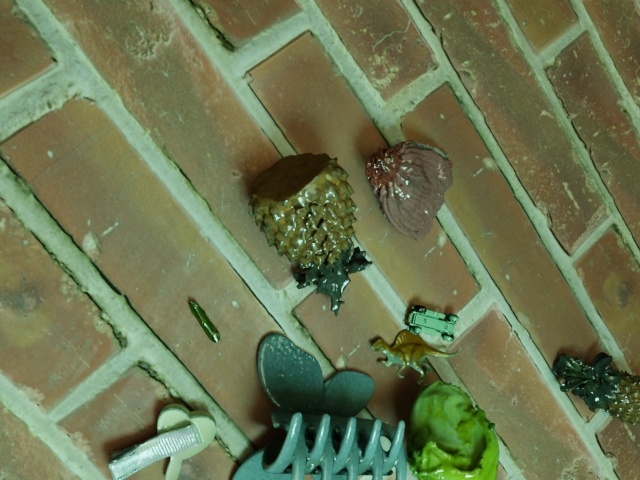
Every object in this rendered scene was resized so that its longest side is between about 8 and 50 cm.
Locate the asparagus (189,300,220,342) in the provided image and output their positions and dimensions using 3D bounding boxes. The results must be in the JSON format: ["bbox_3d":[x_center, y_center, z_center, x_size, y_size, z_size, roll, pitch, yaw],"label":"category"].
[{"bbox_3d":[-0.250,0.172,1.110,0.025,0.021,0.108,-36,103,-22],"label":"asparagus"}]

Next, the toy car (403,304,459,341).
[{"bbox_3d":[0.283,0.209,1.305,0.143,0.054,0.073,15,83,-23],"label":"toy car"}]

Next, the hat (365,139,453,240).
[{"bbox_3d":[0.202,-0.141,1.236,0.286,0.107,0.236,20,83,-45],"label":"hat"}]

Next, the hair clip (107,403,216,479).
[{"bbox_3d":[-0.316,0.428,1.063,0.219,0.071,0.159,-21,105,-14],"label":"hair clip"}]

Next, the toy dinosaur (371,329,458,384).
[{"bbox_3d":[0.232,0.278,1.297,0.212,0.057,0.142,-24,80,-31],"label":"toy dinosaur"}]

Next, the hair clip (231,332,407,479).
[{"bbox_3d":[0.011,0.433,1.106,0.319,0.238,0.391,15,85,-24],"label":"hair clip"}]

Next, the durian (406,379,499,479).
[{"bbox_3d":[0.305,0.469,1.189,0.339,0.205,0.255,64,26,-45],"label":"durian"}]

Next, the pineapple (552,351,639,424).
[{"bbox_3d":[0.815,0.414,1.485,0.310,0.141,0.170,24,87,-13],"label":"pineapple"}]

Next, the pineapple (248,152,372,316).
[{"bbox_3d":[0.001,-0.001,1.124,0.223,0.223,0.357,-35,121,-18],"label":"pineapple"}]
